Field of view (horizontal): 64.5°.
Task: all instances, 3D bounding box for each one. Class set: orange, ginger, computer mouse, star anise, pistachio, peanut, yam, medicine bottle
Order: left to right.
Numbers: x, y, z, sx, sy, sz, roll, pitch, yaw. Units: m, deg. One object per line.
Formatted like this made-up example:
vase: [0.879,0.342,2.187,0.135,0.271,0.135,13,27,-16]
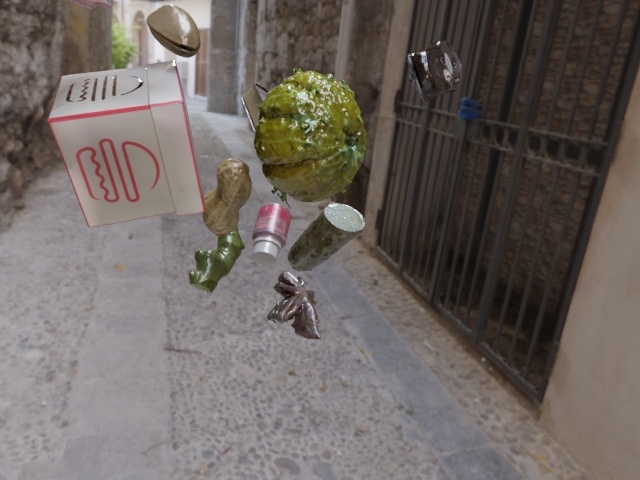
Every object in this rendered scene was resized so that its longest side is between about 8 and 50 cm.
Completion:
pistachio: [-0.376,-0.542,1.320,0.185,0.108,0.126,44,33,25]
ginger: [-0.364,0.058,1.789,0.137,0.089,0.290,38,56,0]
peanut: [-0.301,-0.138,1.620,0.136,0.298,0.120,16,38,-19]
medicine bottle: [-0.205,-0.027,2.075,0.147,0.147,0.247,8,56,5]
star anise: [-0.076,0.191,1.488,0.110,0.198,0.257,-34,22,15]
orange: [-0.006,-0.238,1.178,0.223,0.300,0.301,6,43,34]
yam: [0.000,0.000,1.604,0.133,0.330,0.133,18,53,-25]
computer mouse: [0.288,-0.439,1.320,0.096,0.137,0.233,-17,10,43]

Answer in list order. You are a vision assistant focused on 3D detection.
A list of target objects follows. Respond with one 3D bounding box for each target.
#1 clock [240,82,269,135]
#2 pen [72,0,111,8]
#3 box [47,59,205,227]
clock: [-0.139,-0.348,1.488,0.147,0.071,0.192,17,43,-53]
pen: [-0.569,-0.575,1.166,0.032,0.053,0.197,-9,-4,32]
box: [-0.481,-0.254,1.311,0.300,0.312,0.314,-12,39,-12]
